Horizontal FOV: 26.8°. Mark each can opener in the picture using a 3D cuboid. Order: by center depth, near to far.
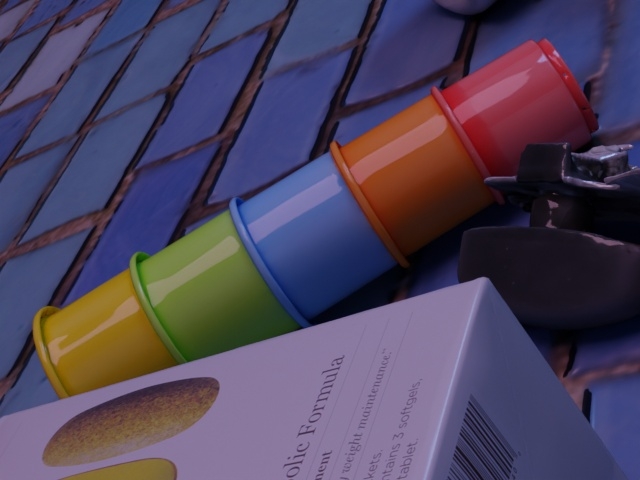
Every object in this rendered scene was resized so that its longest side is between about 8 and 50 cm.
[{"bbox_3d":[0.176,-0.004,0.553,0.280,0.074,0.093,-2,77,52],"label":"can opener"}]

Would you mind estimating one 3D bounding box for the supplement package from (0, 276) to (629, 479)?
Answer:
[{"bbox_3d":[-0.025,0.131,0.485,0.244,0.134,0.139,-19,31,33],"label":"supplement package"}]

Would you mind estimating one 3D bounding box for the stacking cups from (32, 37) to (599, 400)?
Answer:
[{"bbox_3d":[0.000,0.000,0.724,0.316,0.096,0.096,-31,27,9],"label":"stacking cups"}]

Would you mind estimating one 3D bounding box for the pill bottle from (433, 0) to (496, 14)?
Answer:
[{"bbox_3d":[0.149,-0.275,0.935,0.229,0.131,0.131,-41,26,-9],"label":"pill bottle"}]
